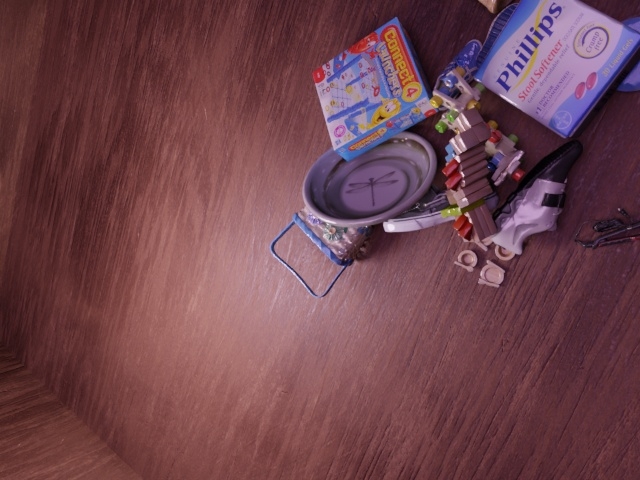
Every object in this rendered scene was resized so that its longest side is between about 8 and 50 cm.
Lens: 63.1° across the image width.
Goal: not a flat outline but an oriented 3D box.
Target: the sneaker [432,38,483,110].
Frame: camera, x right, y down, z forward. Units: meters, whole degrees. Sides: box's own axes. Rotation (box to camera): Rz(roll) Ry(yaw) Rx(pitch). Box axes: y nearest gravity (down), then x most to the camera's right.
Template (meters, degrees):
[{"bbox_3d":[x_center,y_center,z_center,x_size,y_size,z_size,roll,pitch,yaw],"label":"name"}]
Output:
[{"bbox_3d":[0.381,-0.459,1.456,0.080,0.081,0.211,39,113,22],"label":"sneaker"}]

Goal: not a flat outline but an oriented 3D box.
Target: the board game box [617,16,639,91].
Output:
[{"bbox_3d":[0.761,-0.447,1.262,0.133,0.033,0.169,24,114,26],"label":"board game box"}]

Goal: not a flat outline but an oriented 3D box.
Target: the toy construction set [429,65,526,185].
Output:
[{"bbox_3d":[0.426,-0.280,1.359,0.151,0.215,0.328,-32,71,-2],"label":"toy construction set"}]

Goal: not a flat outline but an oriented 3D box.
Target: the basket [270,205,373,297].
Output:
[{"bbox_3d":[0.000,0.000,1.660,0.254,0.201,0.289,42,104,19],"label":"basket"}]

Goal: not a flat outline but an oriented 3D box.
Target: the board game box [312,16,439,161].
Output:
[{"bbox_3d":[0.150,-0.437,1.520,0.301,0.086,0.309,-27,62,24],"label":"board game box"}]

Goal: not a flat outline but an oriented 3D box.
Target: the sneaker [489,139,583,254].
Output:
[{"bbox_3d":[0.584,-0.105,1.367,0.146,0.122,0.331,38,114,4],"label":"sneaker"}]

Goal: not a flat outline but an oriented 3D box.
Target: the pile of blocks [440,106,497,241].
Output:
[{"bbox_3d":[0.343,-0.144,1.310,0.149,0.112,0.362,32,141,53],"label":"pile of blocks"}]

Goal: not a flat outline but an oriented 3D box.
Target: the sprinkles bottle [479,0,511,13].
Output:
[{"bbox_3d":[0.378,-0.765,1.402,0.355,0.121,0.121,49,116,17],"label":"sprinkles bottle"}]

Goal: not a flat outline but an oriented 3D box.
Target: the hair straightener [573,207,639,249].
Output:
[{"bbox_3d":[0.754,-0.037,1.308,0.230,0.047,0.089,-16,87,35],"label":"hair straightener"}]

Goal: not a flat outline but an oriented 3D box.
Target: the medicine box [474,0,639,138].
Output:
[{"bbox_3d":[0.582,-0.437,1.278,0.289,0.149,0.264,42,122,22],"label":"medicine box"}]

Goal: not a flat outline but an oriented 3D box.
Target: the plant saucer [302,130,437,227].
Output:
[{"bbox_3d":[0.148,-0.165,1.528,0.400,0.401,0.101,5,141,30],"label":"plant saucer"}]

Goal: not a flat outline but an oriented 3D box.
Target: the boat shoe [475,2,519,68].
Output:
[{"bbox_3d":[0.480,-0.540,1.397,0.066,0.066,0.183,41,113,21],"label":"boat shoe"}]

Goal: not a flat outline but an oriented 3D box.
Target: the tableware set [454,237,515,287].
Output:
[{"bbox_3d":[0.476,0.042,1.488,0.141,0.020,0.169,32,111,24],"label":"tableware set"}]

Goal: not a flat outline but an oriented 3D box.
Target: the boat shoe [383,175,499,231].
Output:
[{"bbox_3d":[0.332,-0.112,1.499,0.335,0.121,0.119,-16,99,21],"label":"boat shoe"}]
